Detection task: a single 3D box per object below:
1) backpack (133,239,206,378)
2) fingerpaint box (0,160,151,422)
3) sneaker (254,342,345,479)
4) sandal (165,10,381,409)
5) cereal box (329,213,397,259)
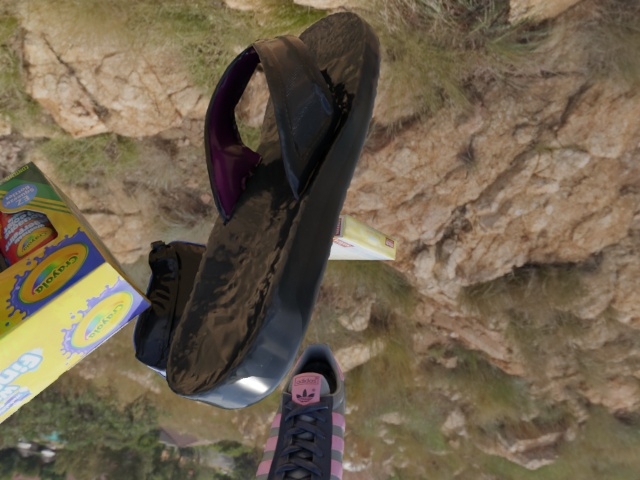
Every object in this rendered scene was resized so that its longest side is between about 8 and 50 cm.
[{"bbox_3d":[-0.233,0.155,0.918,0.277,0.263,0.213,8,144,12],"label":"backpack"},{"bbox_3d":[-0.598,0.113,0.809,0.445,0.371,0.163,-40,146,-16],"label":"fingerpaint box"},{"bbox_3d":[-0.025,0.242,0.568,0.112,0.319,0.130,-1,105,3],"label":"sneaker"},{"bbox_3d":[-0.045,-0.088,0.411,0.168,0.445,0.107,-23,133,40],"label":"sandal"},{"bbox_3d":[0.000,0.000,0.880,0.240,0.047,0.173,-2,164,38],"label":"cereal box"}]
